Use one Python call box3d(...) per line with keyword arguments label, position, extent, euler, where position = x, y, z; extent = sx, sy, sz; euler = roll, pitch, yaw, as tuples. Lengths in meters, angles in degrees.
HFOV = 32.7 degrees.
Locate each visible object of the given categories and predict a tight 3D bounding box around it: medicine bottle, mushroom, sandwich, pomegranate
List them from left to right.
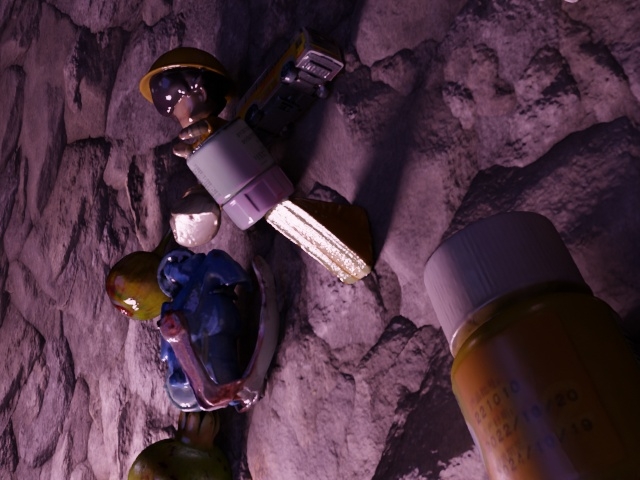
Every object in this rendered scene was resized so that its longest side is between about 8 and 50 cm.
box3d(label="pomegranate", position=(-0.260, 0.432, 2.016), extent=(0.241, 0.159, 0.190), euler=(-54, 45, 23))
box3d(label="mushroom", position=(-0.235, -0.045, 2.062), extent=(0.247, 0.096, 0.108), euler=(-115, 43, -80))
box3d(label="medicine bottle", position=(-0.143, -0.118, 1.955), extent=(0.168, 0.135, 0.135), euler=(52, 133, -2))
box3d(label="sandwich", position=(0.000, 0.000, 1.768), extent=(0.079, 0.163, 0.113), euler=(-36, 56, 43))
box3d(label="medicine bottle", position=(0.274, 0.167, 1.318), extent=(0.224, 0.224, 0.384), euler=(-48, 48, 35))

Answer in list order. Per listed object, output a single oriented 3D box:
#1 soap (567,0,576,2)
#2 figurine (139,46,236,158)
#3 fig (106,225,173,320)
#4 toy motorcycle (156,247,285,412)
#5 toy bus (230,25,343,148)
box3d(label="soap", position=(0.284, -0.403, 1.471), extent=(0.064, 0.183, 0.121), euler=(-43, 51, 38))
box3d(label="figurine", position=(-0.237, -0.261, 2.146), extent=(0.257, 0.167, 0.192), euler=(59, 144, 10))
box3d(label="fig", position=(-0.350, 0.044, 2.272), extent=(0.149, 0.149, 0.245), euler=(-1, 57, 53))
box3d(label="toy motorcycle", position=(-0.182, 0.157, 2.004), extent=(0.182, 0.241, 0.319), euler=(81, -178, -77))
box3d(label="toy bus", position=(-0.065, -0.273, 1.984), extent=(0.268, 0.092, 0.106), euler=(-44, 40, 38))
